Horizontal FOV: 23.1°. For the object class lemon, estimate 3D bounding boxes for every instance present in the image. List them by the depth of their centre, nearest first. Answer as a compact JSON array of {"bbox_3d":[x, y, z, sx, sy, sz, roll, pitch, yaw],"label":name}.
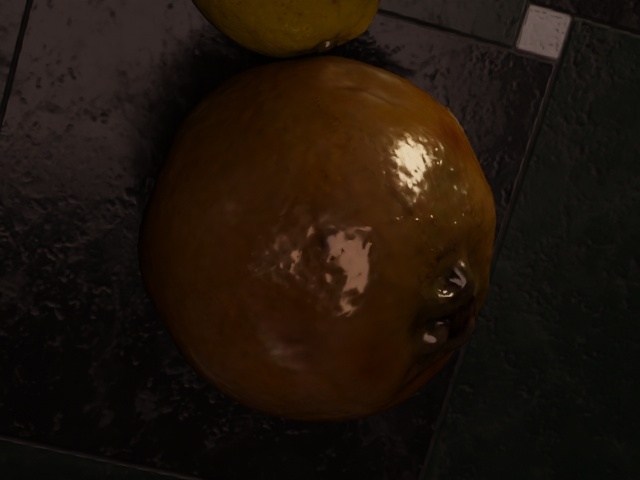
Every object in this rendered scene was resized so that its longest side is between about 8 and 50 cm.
[{"bbox_3d":[-0.040,-0.253,1.362,0.170,0.170,0.207,-34,99,3],"label":"lemon"}]

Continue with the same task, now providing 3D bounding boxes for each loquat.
[{"bbox_3d":[0.000,0.000,1.357,0.328,0.328,0.329,-2,106,-7],"label":"loquat"}]
